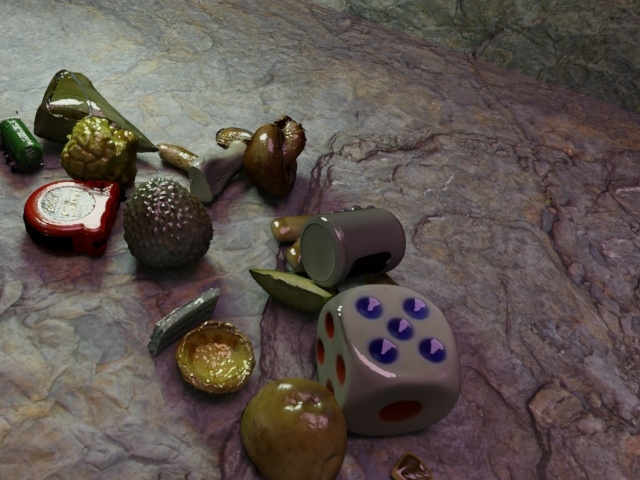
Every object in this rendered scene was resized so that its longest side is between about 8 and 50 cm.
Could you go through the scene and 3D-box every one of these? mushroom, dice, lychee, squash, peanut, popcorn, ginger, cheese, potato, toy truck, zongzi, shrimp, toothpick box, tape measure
[{"bbox_3d":[-0.337,-0.253,1.986,0.122,0.159,0.329,35,40,2],"label":"mushroom"},{"bbox_3d":[0.165,0.305,1.494,0.304,0.277,0.304,1,45,-16],"label":"dice"},{"bbox_3d":[-0.434,-0.044,1.669,0.255,0.275,0.255,-4,17,1],"label":"lychee"},{"bbox_3d":[-0.058,0.118,1.703,0.236,0.204,0.155,21,59,18],"label":"squash"},{"bbox_3d":[0.209,0.158,1.802,0.093,0.083,0.194,-19,54,-32],"label":"peanut"},{"bbox_3d":[-0.158,-0.296,2.025,0.195,0.263,0.283,15,71,24],"label":"mushroom"},{"bbox_3d":[-0.676,-0.261,1.827,0.251,0.237,0.206,27,47,-39],"label":"popcorn"},{"bbox_3d":[-0.487,-0.288,2.023,0.190,0.069,0.095,26,-1,15],"label":"ginger"},{"bbox_3d":[0.252,0.588,1.405,0.162,0.036,0.086,36,46,19],"label":"cheese"},{"bbox_3d":[-0.048,0.430,1.337,0.242,0.243,0.285,-8,46,-26],"label":"potato"},{"bbox_3d":[-0.964,-0.317,1.849,0.101,0.125,0.242,-24,56,-36],"label":"toy truck"},{"bbox_3d":[-0.764,-0.440,2.032,0.392,0.174,0.356,10,36,-24],"label":"zongzi"},{"bbox_3d":[-0.277,-0.362,2.190,0.262,0.066,0.117,22,55,24],"label":"shrimp"},{"bbox_3d":[0.112,0.000,1.739,0.316,0.229,0.229,-11,50,-36],"label":"toothpick box"},{"bbox_3d":[-0.718,-0.073,1.693,0.260,0.114,0.253,6,44,-9],"label":"tape measure"}]

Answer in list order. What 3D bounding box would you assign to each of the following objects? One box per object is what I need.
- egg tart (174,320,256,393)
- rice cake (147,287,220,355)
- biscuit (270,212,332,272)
[{"bbox_3d":[-0.267,0.303,1.477,0.212,0.090,0.213,9,45,-9],"label":"egg tart"},{"bbox_3d":[-0.352,0.208,1.531,0.038,0.124,0.211,42,41,15],"label":"rice cake"},{"bbox_3d":[0.000,0.000,1.903,0.290,0.062,0.237,-4,46,-29],"label":"biscuit"}]
